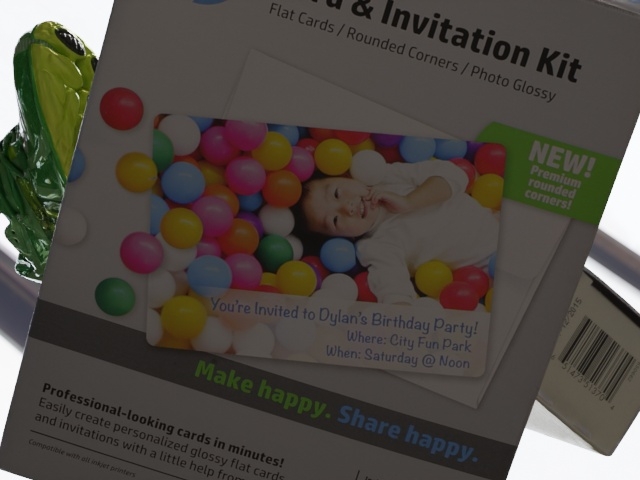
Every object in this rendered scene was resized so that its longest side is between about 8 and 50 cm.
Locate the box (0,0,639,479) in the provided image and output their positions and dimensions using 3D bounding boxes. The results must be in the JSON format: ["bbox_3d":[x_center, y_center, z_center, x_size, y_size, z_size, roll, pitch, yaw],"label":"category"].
[{"bbox_3d":[0.000,0.000,0.535,0.038,0.145,0.186,-74,2,-71],"label":"box"}]

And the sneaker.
[{"bbox_3d":[-0.229,-0.052,1.554,0.295,0.123,0.109,90,-171,-47],"label":"sneaker"}]

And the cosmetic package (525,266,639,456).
[{"bbox_3d":[0.187,0.096,1.849,0.153,0.296,0.129,39,-102,-26],"label":"cosmetic package"}]
